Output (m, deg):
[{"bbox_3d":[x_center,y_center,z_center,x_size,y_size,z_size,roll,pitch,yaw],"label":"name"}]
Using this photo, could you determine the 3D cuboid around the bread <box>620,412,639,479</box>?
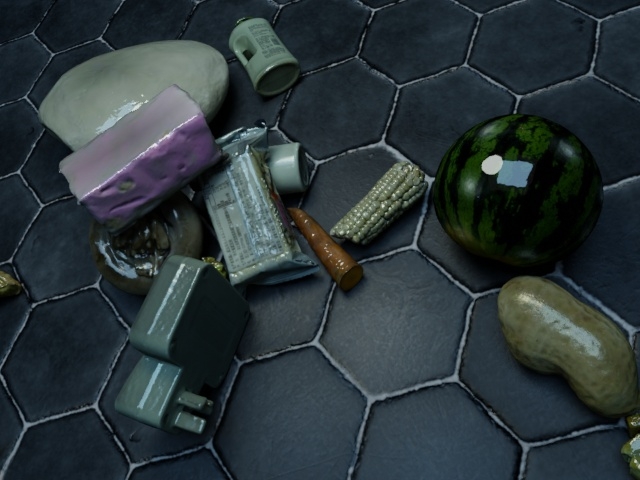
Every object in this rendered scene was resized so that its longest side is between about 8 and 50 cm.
[{"bbox_3d":[0.502,0.294,0.802,0.156,0.064,0.118,-10,59,9],"label":"bread"}]

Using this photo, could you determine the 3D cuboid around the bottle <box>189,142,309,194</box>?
[{"bbox_3d":[-0.151,-0.134,1.183,0.244,0.104,0.104,-6,62,11],"label":"bottle"}]

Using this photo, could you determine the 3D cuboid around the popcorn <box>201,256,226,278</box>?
[{"bbox_3d":[-0.220,0.071,1.120,0.083,0.059,0.068,-36,60,5],"label":"popcorn"}]

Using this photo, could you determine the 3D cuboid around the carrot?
[{"bbox_3d":[0.000,0.000,1.108,0.057,0.057,0.224,-36,55,-5],"label":"carrot"}]

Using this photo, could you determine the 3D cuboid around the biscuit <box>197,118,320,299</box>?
[{"bbox_3d":[-0.134,-0.056,1.086,0.185,0.079,0.309,-23,83,10],"label":"biscuit"}]

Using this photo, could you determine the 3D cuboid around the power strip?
[{"bbox_3d":[-0.210,0.185,0.957,0.141,0.229,0.261,13,67,20],"label":"power strip"}]

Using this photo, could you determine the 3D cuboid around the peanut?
[{"bbox_3d":[0.377,0.158,0.879,0.253,0.137,0.122,38,33,28],"label":"peanut"}]

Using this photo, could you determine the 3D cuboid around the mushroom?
[{"bbox_3d":[-0.339,-0.005,1.111,0.226,0.178,0.227,1,97,12],"label":"mushroom"}]

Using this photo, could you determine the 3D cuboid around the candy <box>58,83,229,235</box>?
[{"bbox_3d":[-0.315,-0.145,1.028,0.265,0.116,0.155,-38,51,-9],"label":"candy"}]

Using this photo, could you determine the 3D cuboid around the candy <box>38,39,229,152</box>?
[{"bbox_3d":[-0.408,-0.324,1.285,0.426,0.186,0.386,-27,47,-13],"label":"candy"}]

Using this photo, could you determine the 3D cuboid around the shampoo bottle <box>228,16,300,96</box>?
[{"bbox_3d":[-0.144,-0.447,1.356,0.118,0.087,0.234,-30,59,-2],"label":"shampoo bottle"}]

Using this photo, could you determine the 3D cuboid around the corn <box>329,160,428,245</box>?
[{"bbox_3d":[0.115,-0.060,1.088,0.211,0.087,0.087,-47,61,-7],"label":"corn"}]

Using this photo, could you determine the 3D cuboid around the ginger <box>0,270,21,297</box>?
[{"bbox_3d":[-0.747,0.098,1.238,0.205,0.081,0.115,10,34,29],"label":"ginger"}]

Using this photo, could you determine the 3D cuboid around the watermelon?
[{"bbox_3d":[0.317,-0.081,0.948,0.268,0.269,0.269,-6,61,12],"label":"watermelon"}]
